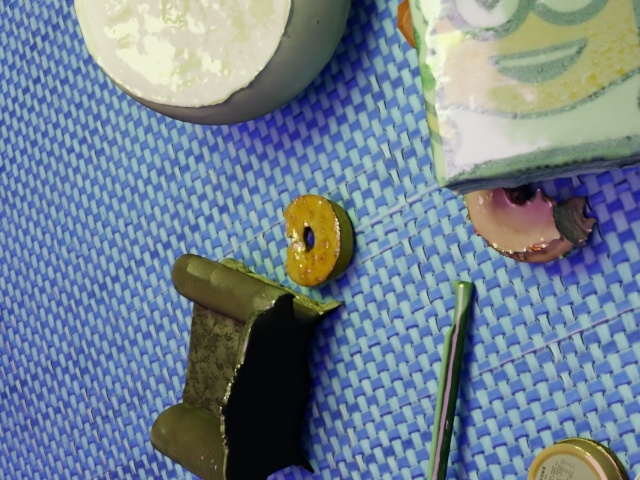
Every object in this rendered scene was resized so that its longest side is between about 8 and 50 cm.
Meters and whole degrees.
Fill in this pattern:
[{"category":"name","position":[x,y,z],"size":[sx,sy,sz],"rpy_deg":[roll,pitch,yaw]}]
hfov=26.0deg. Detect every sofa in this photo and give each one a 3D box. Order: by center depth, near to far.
[{"category":"sofa","position":[-0.113,0.155,1.641],"size":[0.200,0.182,0.258],"rpy_deg":[22,109,42]}]

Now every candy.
[{"category":"candy","position":[0.127,0.262,1.493],"size":[0.119,0.119,0.440],"rpy_deg":[11,92,43]}]

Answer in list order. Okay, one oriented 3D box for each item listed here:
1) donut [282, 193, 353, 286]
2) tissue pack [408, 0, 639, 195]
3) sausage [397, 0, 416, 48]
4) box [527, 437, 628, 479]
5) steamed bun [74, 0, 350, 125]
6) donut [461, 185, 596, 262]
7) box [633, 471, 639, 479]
[{"category":"donut","position":[0.000,0.000,1.615],"size":[0.097,0.043,0.108],"rpy_deg":[6,96,44]},{"category":"tissue pack","position":[0.203,-0.211,1.294],"size":[0.228,0.128,0.311],"rpy_deg":[-9,86,15]},{"category":"sausage","position":[0.155,-0.259,1.428],"size":[0.169,0.065,0.065],"rpy_deg":[-29,73,41]},{"category":"box","position":[0.257,0.251,1.389],"size":[0.105,0.037,0.106],"rpy_deg":[4,96,43]},{"category":"steamed bun","position":[-0.116,-0.292,1.568],"size":[0.324,0.206,0.324],"rpy_deg":[5,104,20]},{"category":"donut","position":[0.198,-0.044,1.403],"size":[0.117,0.065,0.166],"rpy_deg":[-33,69,38]},{"category":"box","position":[0.366,0.252,1.281],"size":[0.154,0.040,0.084],"rpy_deg":[47,122,33]}]
